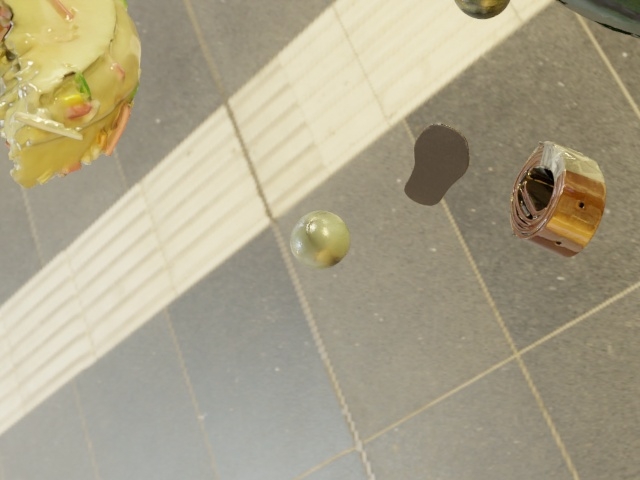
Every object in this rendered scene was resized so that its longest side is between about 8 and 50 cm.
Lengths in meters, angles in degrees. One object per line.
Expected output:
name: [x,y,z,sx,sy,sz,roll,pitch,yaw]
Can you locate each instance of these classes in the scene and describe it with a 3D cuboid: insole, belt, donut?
insole: [0.221,-0.138,1.773,0.111,0.328,0.007,26,68,5]
belt: [0.421,-0.077,1.644,0.105,0.261,0.184,21,114,-5]
donut: [-0.366,-0.199,0.969,0.371,0.307,0.150,16,131,5]

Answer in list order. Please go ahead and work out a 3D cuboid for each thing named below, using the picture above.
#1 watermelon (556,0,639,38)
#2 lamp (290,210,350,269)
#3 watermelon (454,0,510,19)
watermelon: [0.126,-0.210,0.456,0.129,0.123,0.301,-31,84,3]
lamp: [0.000,0.000,1.591,0.105,0.105,0.105,-7,79,38]
watermelon: [0.299,-0.444,1.631,0.133,0.105,0.105,28,101,25]
